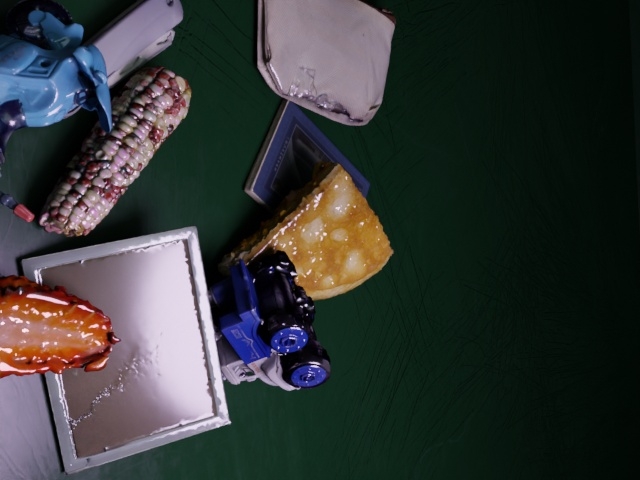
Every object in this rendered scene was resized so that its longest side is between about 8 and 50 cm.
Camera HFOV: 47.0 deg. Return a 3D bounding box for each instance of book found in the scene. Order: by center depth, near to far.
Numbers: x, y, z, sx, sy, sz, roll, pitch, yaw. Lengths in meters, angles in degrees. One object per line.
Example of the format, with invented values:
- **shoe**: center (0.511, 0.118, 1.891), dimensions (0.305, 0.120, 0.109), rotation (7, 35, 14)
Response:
- **book**: center (-0.014, -0.096, 1.311), dimensions (0.269, 0.025, 0.190), rotation (42, 60, -41)

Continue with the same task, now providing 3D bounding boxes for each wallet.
- **wallet**: center (0.012, -0.351, 1.303), dimensions (0.335, 0.068, 0.274), rotation (18, 70, -41)

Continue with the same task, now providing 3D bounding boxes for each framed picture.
- **framed picture**: center (-0.252, 0.142, 0.985), dimensions (0.231, 0.018, 0.293), rotation (-12, 101, -24)

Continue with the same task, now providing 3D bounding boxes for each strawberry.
- **strawberry**: center (-0.345, 0.107, 0.889), dimensions (0.188, 0.082, 0.121), rotation (21, 94, -39)

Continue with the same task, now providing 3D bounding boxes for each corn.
- **corn**: center (-0.264, -0.117, 0.971), dimensions (0.092, 0.092, 0.280), rotation (48, 58, -38)

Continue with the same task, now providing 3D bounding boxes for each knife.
- **knife**: center (-0.276, -0.252, 0.991), dimensions (0.265, 0.041, 0.073), rotation (-52, 125, -34)

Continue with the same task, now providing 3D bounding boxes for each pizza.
- **pizza**: center (-0.017, 0.030, 1.245), dimensions (0.268, 0.087, 0.257), rotation (-45, 131, -13)

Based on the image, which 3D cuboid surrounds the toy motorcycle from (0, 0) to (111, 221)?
- **toy motorcycle**: center (-0.344, -0.151, 0.838), dimensions (0.182, 0.123, 0.272), rotation (36, 68, 0)

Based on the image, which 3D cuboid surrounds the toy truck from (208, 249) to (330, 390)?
- **toy truck**: center (-0.094, 0.138, 1.113), dimensions (0.161, 0.177, 0.213), rotation (-109, 176, -47)
